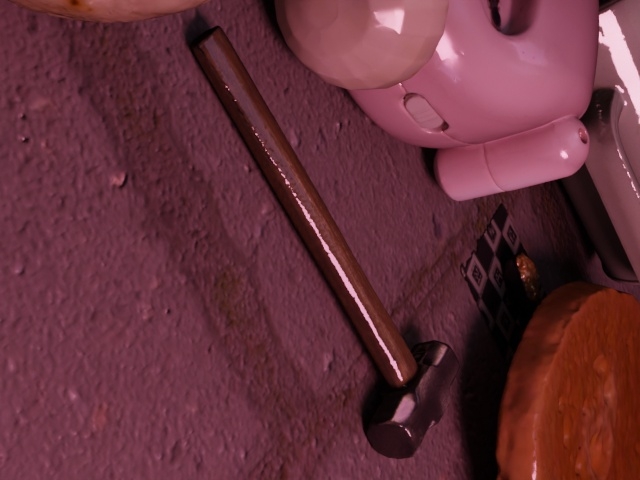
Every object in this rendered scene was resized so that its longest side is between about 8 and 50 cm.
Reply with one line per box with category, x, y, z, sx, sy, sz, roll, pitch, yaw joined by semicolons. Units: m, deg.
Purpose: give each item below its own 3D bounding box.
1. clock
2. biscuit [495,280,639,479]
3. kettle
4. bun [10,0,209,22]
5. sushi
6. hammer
clock;0.104;-0.235;1.087;0.325;0.184;0.342;36;45;-38
biscuit;0.261;0.226;1.216;0.385;0.062;0.365;-17;100;-58
kettle;0.339;-0.120;1.311;0.318;0.205;0.265;63;-2;-19
bun;-0.109;-0.259;0.711;0.273;0.272;0.168;57;8;-26
sushi;0.213;0.069;1.248;0.201;0.031;0.139;61;37;-21
hammer;0.000;0.000;0.966;0.365;0.043;0.111;59;39;-19
